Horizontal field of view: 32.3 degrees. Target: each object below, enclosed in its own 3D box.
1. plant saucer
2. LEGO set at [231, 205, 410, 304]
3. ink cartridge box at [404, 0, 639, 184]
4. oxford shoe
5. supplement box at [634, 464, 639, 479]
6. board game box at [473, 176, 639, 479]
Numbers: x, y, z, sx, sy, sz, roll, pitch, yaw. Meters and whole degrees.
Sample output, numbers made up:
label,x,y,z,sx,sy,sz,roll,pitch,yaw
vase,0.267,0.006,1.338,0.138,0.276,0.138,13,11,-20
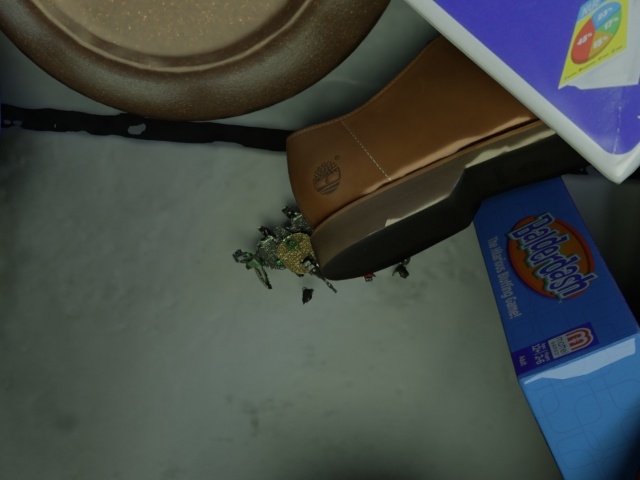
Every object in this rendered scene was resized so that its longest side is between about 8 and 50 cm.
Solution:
label,x,y,z,sx,sy,sz,roll,pitch,yaw
plant saucer,-0.059,-0.137,0.437,0.198,0.036,0.199,1,114,2
LEGO set,0.001,0.002,0.506,0.083,0.023,0.054,13,116,-18
ink cartridge box,0.095,-0.163,0.382,0.208,0.045,0.206,43,97,4
oxford shoe,0.083,-0.062,0.450,0.212,0.076,0.076,-24,71,1
supplement box,0.191,0.152,0.374,0.239,0.073,0.130,29,79,-30
board game box,0.130,0.093,0.463,0.047,0.160,0.210,-23,111,11
